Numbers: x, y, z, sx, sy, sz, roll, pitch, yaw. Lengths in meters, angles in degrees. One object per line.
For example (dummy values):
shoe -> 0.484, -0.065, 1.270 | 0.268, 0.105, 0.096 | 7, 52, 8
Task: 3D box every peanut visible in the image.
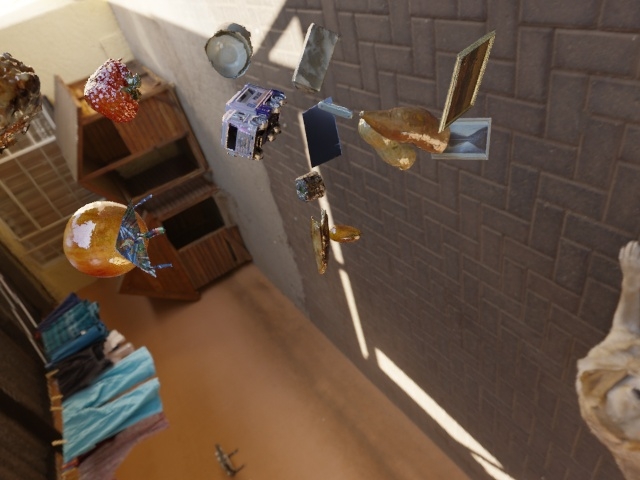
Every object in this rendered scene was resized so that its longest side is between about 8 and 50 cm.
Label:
peanut -> 0.267, -0.389, 1.706 | 0.290, 0.130, 0.130 | 42, 173, -27

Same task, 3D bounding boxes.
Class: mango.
mango -> 0.114, -0.030, 2.079 | 0.105, 0.159, 0.084 | -88, 10, -73

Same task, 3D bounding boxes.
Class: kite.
kite -> -0.394, -0.003, 0.940 | 0.010, 0.160, 0.183 | -12, -96, -64

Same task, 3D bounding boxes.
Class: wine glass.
wine glass -> -0.368, -0.783, 1.762 | 0.357, 0.190, 0.190 | -99, -10, -59

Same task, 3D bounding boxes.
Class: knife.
knife -> 0.065, -0.562, 1.849 | 0.162, 0.023, 0.044 | 23, 142, 12

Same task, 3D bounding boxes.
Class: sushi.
sushi -> -0.038, -0.182, 1.471 | 0.098, 0.084, 0.094 | 30, 138, 51
sushi -> -1.059, -0.388, 1.363 | 0.176, 0.417, 0.417 | 42, 173, -27

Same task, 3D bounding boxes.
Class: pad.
pad -> 0.004, -0.528, 2.123 | 0.202, 0.005, 0.300 | -18, 79, 38

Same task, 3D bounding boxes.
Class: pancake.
pancake -> 0.001, 0.000, 1.731 | 0.212, 0.056, 0.257 | 36, -126, -77

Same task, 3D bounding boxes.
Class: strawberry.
strawberry -> -0.596, -0.410, 1.199 | 0.236, 0.106, 0.175 | 1, 112, 44

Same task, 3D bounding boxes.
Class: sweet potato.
sweet potato -> 0.283, -0.385, 1.424 | 0.131, 0.336, 0.131 | -26, 59, 55

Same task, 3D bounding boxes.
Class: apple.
apple -> -0.758, -0.003, 1.548 | 0.233, 0.286, 0.286 | 0, 133, 18

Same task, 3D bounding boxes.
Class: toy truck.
toy truck -> -0.205, -0.351, 1.261 | 0.155, 0.268, 0.124 | 18, 130, 1

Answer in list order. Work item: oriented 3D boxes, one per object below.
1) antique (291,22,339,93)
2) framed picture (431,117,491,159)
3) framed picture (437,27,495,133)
antique -> -0.020, -0.538, 1.297 | 0.088, 0.086, 0.183 | -110, 40, -68
framed picture -> 0.512, -0.372, 1.578 | 0.015, 0.203, 0.150 | -34, -53, -71
framed picture -> 0.427, -0.457, 1.259 | 0.014, 0.197, 0.252 | 36, 150, 25
